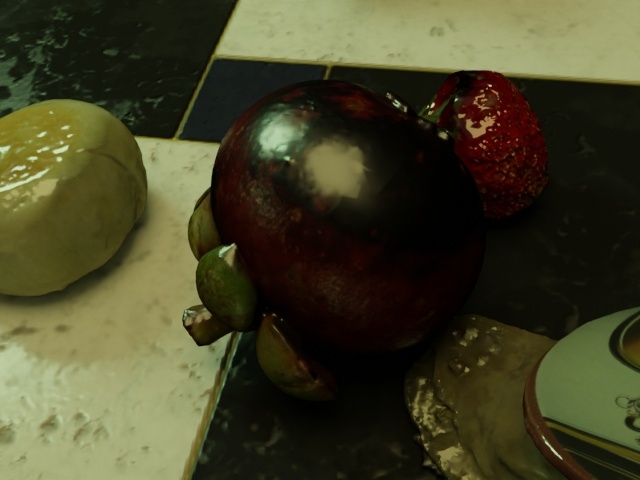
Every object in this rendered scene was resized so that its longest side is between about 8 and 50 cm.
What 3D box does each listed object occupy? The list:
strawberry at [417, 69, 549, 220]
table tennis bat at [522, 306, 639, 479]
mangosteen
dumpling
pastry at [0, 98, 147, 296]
[{"bbox_3d":[0.112,-0.064,0.670,0.106,0.106,0.106,-4,49,5],"label":"strawberry"},{"bbox_3d":[0.239,0.073,0.508,0.301,0.022,0.173,-17,34,-32],"label":"table tennis bat"},{"bbox_3d":[0.000,0.000,0.591,0.199,0.200,0.200,-4,49,5],"label":"mangosteen"},{"bbox_3d":[0.176,0.133,0.497,0.332,0.086,0.166,17,51,26],"label":"dumpling"},{"bbox_3d":[-0.203,-0.036,0.690,0.156,0.092,0.156,-7,42,6],"label":"pastry"}]
